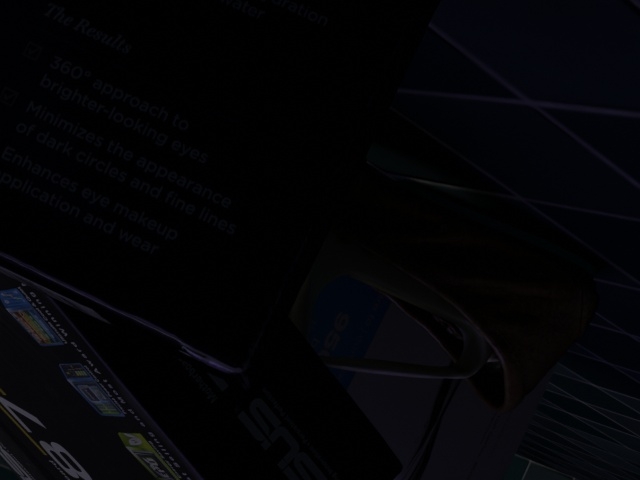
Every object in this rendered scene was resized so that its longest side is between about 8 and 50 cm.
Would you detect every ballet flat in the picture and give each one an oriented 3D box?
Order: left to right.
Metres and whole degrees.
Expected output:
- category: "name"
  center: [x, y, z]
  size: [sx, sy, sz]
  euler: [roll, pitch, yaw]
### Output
- category: "ballet flat"
  center: [0.000, 0.000, 0.789]
  size: [0.342, 0.124, 0.116]
  euler: [29, 171, -23]

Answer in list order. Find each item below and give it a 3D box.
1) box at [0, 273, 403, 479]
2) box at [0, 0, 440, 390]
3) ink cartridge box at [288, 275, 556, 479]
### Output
- category: "box"
  center: [-0.174, -0.003, 0.758]
  size: [0.395, 0.097, 0.318]
  euler: [53, 155, -18]
- category: "box"
  center: [-0.057, -0.058, 0.441]
  size: [0.156, 0.158, 0.093]
  euler: [26, 172, 4]
- category: "ink cartridge box"
  center: [-0.029, 0.053, 1.083]
  size: [0.285, 0.166, 0.395]
  euler: [22, 172, 33]
